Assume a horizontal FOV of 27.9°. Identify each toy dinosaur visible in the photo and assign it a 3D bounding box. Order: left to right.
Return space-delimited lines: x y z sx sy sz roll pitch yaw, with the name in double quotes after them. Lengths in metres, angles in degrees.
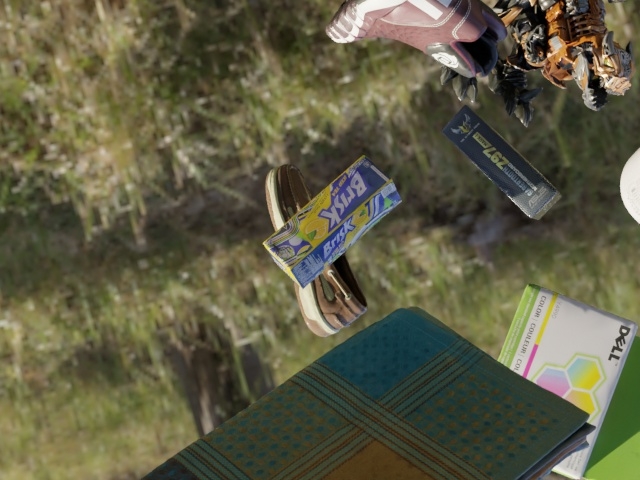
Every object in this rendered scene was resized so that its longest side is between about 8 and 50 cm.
0.267 -0.264 1.579 0.164 0.322 0.218 28 120 -23 "toy dinosaur"

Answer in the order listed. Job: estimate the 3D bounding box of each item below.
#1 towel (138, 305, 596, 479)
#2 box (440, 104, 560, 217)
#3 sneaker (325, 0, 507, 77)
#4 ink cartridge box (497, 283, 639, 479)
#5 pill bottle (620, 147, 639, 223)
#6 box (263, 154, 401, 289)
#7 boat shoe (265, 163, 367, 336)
0.040 0.213 1.238 0.370 0.271 0.040 -32 134 -28 "towel"
0.274 -0.113 1.929 0.059 0.183 0.232 -46 172 8 "box"
0.105 -0.222 1.368 0.106 0.162 0.281 -56 -171 0 "sneaker"
0.322 0.181 1.449 0.255 0.189 0.097 20 174 13 "ink cartridge box"
0.484 -0.095 1.681 0.131 0.131 0.229 -15 169 -6 "pill bottle"
0.016 -0.023 1.583 0.169 0.059 0.054 -41 147 -8 "box"
0.004 0.001 1.797 0.095 0.257 0.095 -26 162 22 "boat shoe"
